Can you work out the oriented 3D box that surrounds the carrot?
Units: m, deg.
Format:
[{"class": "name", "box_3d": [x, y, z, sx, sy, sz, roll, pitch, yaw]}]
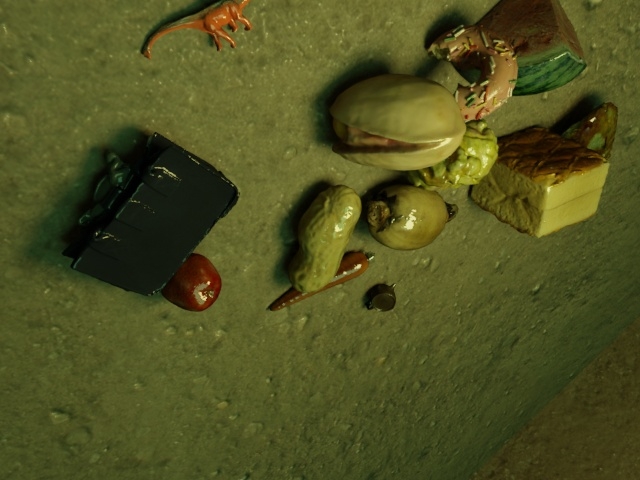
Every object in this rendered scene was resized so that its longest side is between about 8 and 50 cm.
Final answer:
[{"class": "carrot", "box_3d": [0.007, 0.110, 1.723, 0.336, 0.069, 0.069, -26, 133, -10]}]

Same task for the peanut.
[{"class": "peanut", "box_3d": [0.000, 0.000, 1.581, 0.148, 0.147, 0.318, 3, 124, -37]}]

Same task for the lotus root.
[{"class": "lotus root", "box_3d": [0.263, -0.066, 1.705, 0.310, 0.183, 0.182, -4, 123, -41]}]

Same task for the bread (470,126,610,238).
[{"class": "bread", "box_3d": [0.629, -0.175, 1.800, 0.279, 0.279, 0.207, -18, 130, -24]}]

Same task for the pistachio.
[{"class": "pistachio", "box_3d": [0.176, -0.264, 1.424, 0.309, 0.229, 0.229, 2, 130, 11]}]

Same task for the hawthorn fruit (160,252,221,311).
[{"class": "hawthorn fruit", "box_3d": [-0.292, 0.099, 1.430, 0.133, 0.138, 0.132, -34, 143, -31]}]

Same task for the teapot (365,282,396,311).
[{"class": "teapot", "box_3d": [0.185, 0.172, 1.891, 0.076, 0.068, 0.121, 39, 117, -23]}]

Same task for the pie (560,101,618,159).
[{"class": "pie", "box_3d": [0.838, -0.282, 1.973, 0.288, 0.103, 0.354, -35, 142, -22]}]

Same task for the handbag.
[{"class": "handbag", "box_3d": [-0.362, -0.056, 1.287, 0.325, 0.118, 0.269, -50, 143, 5]}]

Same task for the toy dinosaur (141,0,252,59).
[{"class": "toy dinosaur", "box_3d": [-0.205, -0.410, 1.185, 0.280, 0.055, 0.101, -38, 126, -5]}]

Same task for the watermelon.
[{"class": "watermelon", "box_3d": [0.489, -0.490, 1.537, 0.251, 0.283, 0.292, -28, 109, -36]}]

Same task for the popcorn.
[{"class": "popcorn", "box_3d": [0.331, -0.232, 1.587, 0.259, 0.259, 0.212, -2, 81, -35]}]

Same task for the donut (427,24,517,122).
[{"class": "donut", "box_3d": [0.361, -0.402, 1.456, 0.199, 0.232, 0.085, -14, 168, 16]}]
